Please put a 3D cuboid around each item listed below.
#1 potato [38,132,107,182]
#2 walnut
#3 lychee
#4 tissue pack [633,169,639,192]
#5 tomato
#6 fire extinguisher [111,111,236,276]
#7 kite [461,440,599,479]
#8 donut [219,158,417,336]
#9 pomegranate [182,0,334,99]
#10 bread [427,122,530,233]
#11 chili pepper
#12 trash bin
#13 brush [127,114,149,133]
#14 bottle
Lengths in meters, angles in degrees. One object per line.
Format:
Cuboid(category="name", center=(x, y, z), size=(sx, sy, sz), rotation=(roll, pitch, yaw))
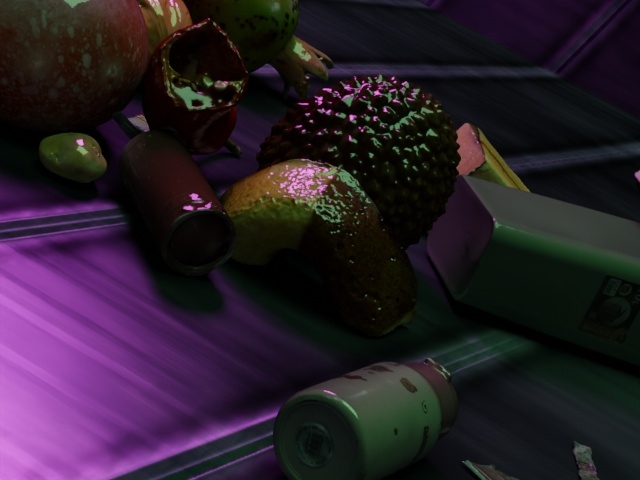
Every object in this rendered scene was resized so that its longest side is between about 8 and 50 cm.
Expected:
Cuboid(category="potato", center=(-0.307, -0.103, 1.644), size=(0.083, 0.062, 0.068), rotation=(1, 10, -6))
Cuboid(category="walnut", center=(-0.285, -0.337, 2.076), size=(0.159, 0.159, 0.207), rotation=(7, 28, -41))
Cuboid(category="lychee", center=(0.056, -0.105, 1.787), size=(0.267, 0.268, 0.267), rotation=(22, 22, -9))
Cuboid(category="tissue pack", center=(0.651, 0.017, 2.025), size=(0.370, 0.198, 0.210), rotation=(56, 8, -29))
Cuboid(category="tomato", center=(-0.353, -0.270, 1.739), size=(0.270, 0.227, 0.270), rotation=(22, 25, -11))
Cuboid(category="fire extinguisher", center=(-0.190, -0.069, 1.628), size=(0.104, 0.105, 0.269), rotation=(13, 26, -31))
Cuboid(category="kite", center=(0.306, 0.303, 1.454), size=(0.335, 0.011, 0.314), rotation=(22, 22, -10))
Cuboid(category="donut", center=(0.000, 0.000, 1.635), size=(0.295, 0.151, 0.112), rotation=(29, 31, 5))
Cuboid(category="pomegranate", center=(-0.132, -0.359, 2.279), size=(0.286, 0.230, 0.231), rotation=(61, 0, -33))
Cuboid(category="bread", center=(0.263, -0.027, 2.099), size=(0.264, 0.163, 0.168), rotation=(47, 15, -19))
Cuboid(category="chili pepper", center=(-0.180, -0.180, 1.806), size=(0.135, 0.131, 0.338), rotation=(57, -12, 5))
Cuboid(category="trash bin", center=(0.344, 0.044, 1.903), size=(0.343, 0.158, 0.223), rotation=(15, 21, -18))
Cuboid(category="brush", center=(-0.215, -0.173, 1.965), size=(0.083, 0.011, 0.205), rotation=(29, 21, 10))
Cuboid(category="bottle", center=(0.058, 0.180, 1.327), size=(0.110, 0.110, 0.233), rotation=(36, 23, 24))
